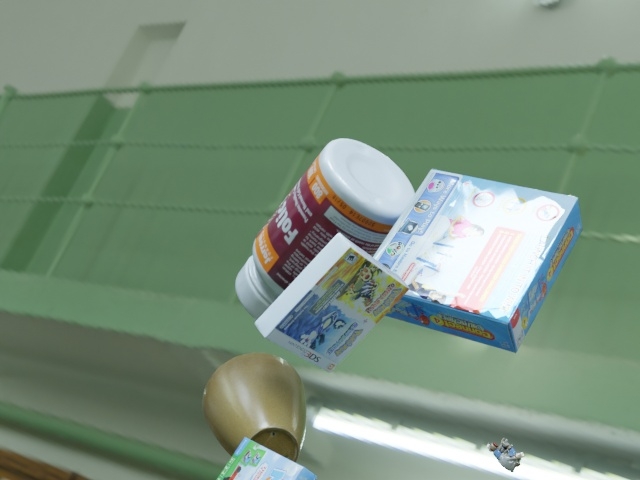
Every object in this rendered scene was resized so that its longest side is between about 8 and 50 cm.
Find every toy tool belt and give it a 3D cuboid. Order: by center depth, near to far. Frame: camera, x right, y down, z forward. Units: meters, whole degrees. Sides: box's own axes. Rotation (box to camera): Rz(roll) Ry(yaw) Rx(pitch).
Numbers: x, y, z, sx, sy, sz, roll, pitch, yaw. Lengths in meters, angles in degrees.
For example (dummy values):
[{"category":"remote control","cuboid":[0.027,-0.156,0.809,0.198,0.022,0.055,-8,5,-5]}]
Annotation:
[{"category":"toy tool belt","cuboid":[0.390,0.440,2.221,0.052,0.051,0.083,35,10,-37]}]

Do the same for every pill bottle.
[{"category":"pill bottle","cuboid":[0.000,0.000,2.186,0.224,0.224,0.392,30,-57,-14]}]

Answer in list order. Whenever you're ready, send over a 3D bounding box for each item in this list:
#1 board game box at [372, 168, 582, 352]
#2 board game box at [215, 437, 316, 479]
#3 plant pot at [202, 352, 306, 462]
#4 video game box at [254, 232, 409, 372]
[{"category":"board game box","cuboid":[0.271,0.026,1.920,0.302,0.308,0.086,15,-36,32]},{"category":"board game box","cuboid":[-0.112,0.425,1.767,0.039,0.160,0.211,43,-17,-27]},{"category":"plant pot","cuboid":[-0.129,0.402,2.320,0.237,0.237,0.254,32,8,-18]},{"category":"video game box","cuboid":[0.022,0.107,1.743,0.187,0.205,0.048,33,12,-49]}]
